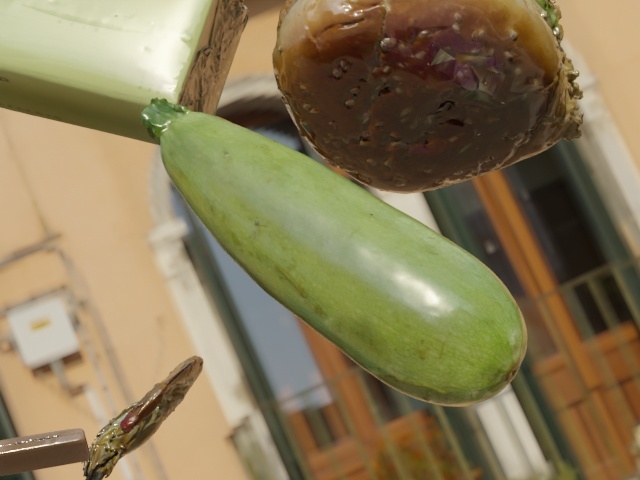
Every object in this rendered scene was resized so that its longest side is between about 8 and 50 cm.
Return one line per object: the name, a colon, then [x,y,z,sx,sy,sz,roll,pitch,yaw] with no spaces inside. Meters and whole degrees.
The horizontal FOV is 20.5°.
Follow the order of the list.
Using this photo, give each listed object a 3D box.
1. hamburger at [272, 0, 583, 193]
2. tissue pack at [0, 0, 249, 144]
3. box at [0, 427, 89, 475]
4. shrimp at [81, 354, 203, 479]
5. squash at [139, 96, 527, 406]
hamburger: [0.092,-0.150,1.546,0.286,0.146,0.243,15,-51,-20]
tissue pack: [-0.206,-0.193,1.665,0.234,0.159,0.125,15,-18,13]
box: [-0.339,0.255,2.144,0.115,0.025,0.048,-10,-41,-4]
shrimp: [-0.224,0.225,2.267,0.236,0.053,0.133,-41,0,-40]
squash: [-0.001,0.006,1.365,0.118,0.370,0.118,-43,-27,-28]
